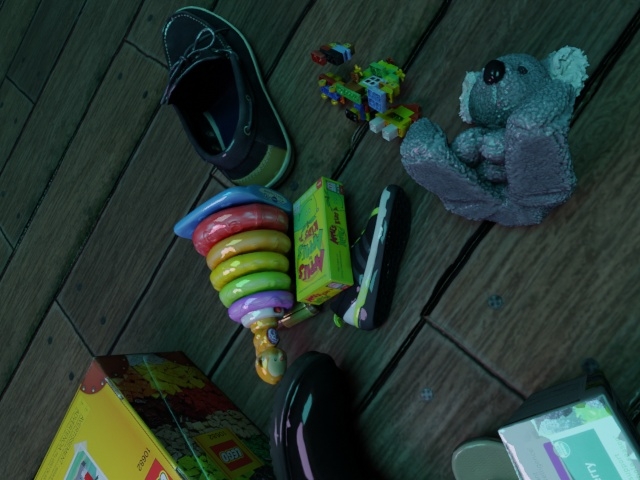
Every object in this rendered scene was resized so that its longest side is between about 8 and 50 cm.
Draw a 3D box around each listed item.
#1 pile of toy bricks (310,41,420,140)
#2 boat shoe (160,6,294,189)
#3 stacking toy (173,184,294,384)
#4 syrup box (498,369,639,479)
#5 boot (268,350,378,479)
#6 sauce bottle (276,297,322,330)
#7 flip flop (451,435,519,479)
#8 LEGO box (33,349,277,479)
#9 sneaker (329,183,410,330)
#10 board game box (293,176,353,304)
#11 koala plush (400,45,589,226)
[{"bbox_3d":[0.084,-0.263,0.727,0.105,0.118,0.212,-34,51,-15],"label":"pile of toy bricks"},{"bbox_3d":[-0.216,-0.309,0.871,0.187,0.156,0.499,-39,63,21],"label":"boat shoe"},{"bbox_3d":[-0.105,0.077,0.711,0.166,0.175,0.301,-28,65,25],"label":"stacking toy"},{"bbox_3d":[0.262,0.200,0.447,0.096,0.237,0.093,-31,66,22],"label":"syrup box"},{"bbox_3d":[0.071,0.335,0.592,0.260,0.131,0.347,-1,91,37],"label":"boot"},{"bbox_3d":[-0.058,0.129,0.762,0.128,0.042,0.042,-28,68,23],"label":"sauce bottle"},{"bbox_3d":[0.251,0.366,0.514,0.112,0.080,0.276,-34,66,21],"label":"flip flop"},{"bbox_3d":[-0.313,0.501,0.753,0.373,0.193,0.499,32,98,31],"label":"LEGO box"},{"bbox_3d":[0.066,0.023,0.684,0.097,0.084,0.234,13,87,33],"label":"sneaker"},{"bbox_3d":[0.000,0.000,0.707,0.092,0.043,0.181,-38,47,45],"label":"board game box"},{"bbox_3d":[0.242,-0.152,0.583,0.196,0.203,0.221,-8,56,41],"label":"koala plush"}]
